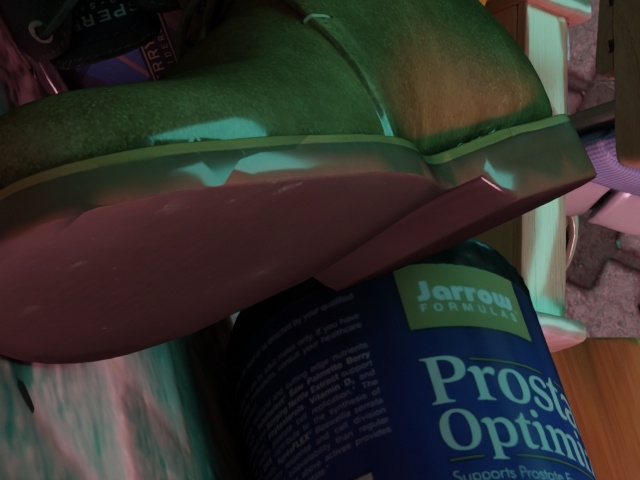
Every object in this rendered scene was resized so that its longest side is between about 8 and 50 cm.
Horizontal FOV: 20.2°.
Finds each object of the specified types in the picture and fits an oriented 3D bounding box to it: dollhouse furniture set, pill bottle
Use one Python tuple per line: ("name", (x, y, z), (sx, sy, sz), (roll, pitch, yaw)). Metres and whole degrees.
("dollhouse furniture set", (0.217, -0.018, 1.059), (0.303, 0.286, 0.198), (13, 72, -36))
("pill bottle", (0.032, 0.074, 0.664), (0.123, 0.123, 0.219), (60, 12, -53))

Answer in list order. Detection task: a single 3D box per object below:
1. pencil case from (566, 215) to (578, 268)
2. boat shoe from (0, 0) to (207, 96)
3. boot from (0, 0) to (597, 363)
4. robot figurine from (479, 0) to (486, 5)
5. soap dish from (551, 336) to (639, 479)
("pencil case", (0.135, -0.057, 1.719), (0.160, 0.183, 0.410), (38, 15, -13))
("boat shoe", (-0.069, -0.079, 0.559), (0.228, 0.080, 0.076), (73, 0, -51))
("boot", (-0.019, -0.041, 0.514), (0.305, 0.112, 0.115), (-15, 81, -64))
("robot figurine", (-0.022, -0.236, 0.957), (0.085, 0.211, 0.291), (-52, 124, -39))
("soap dish", (0.235, 0.200, 1.179), (0.229, 0.118, 0.290), (15, 54, -57))
